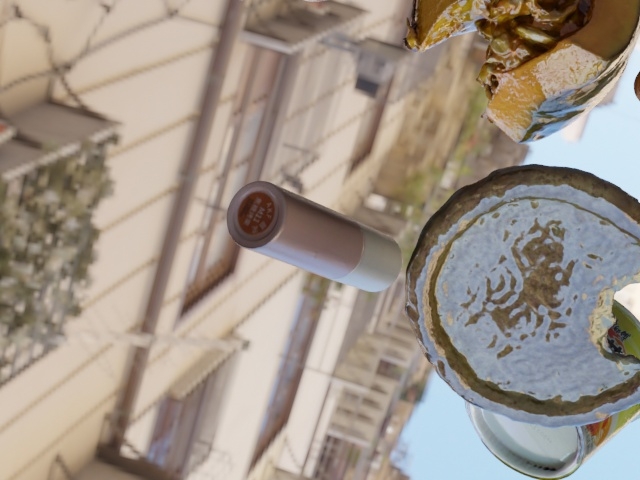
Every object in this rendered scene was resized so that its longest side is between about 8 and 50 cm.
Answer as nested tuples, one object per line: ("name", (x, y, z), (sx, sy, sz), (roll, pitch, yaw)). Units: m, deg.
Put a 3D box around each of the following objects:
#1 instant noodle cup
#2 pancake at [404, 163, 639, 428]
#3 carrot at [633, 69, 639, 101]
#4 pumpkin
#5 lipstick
("instant noodle cup", (0.351, 0.220, 2.023), (0.264, 0.264, 0.200), (28, -135, 28))
("pancake", (0.216, 0.063, 1.286), (0.286, 0.288, 0.033), (35, -146, -7))
("carrot", (0.413, -0.183, 1.510), (0.066, 0.062, 0.271), (-9, -177, -7))
("pumpkin", (0.280, -0.307, 1.799), (0.303, 0.225, 0.256), (43, -123, -1))
("lipstick", (0.000, 0.000, 1.408), (0.070, 0.070, 0.254), (30, -176, 32))
